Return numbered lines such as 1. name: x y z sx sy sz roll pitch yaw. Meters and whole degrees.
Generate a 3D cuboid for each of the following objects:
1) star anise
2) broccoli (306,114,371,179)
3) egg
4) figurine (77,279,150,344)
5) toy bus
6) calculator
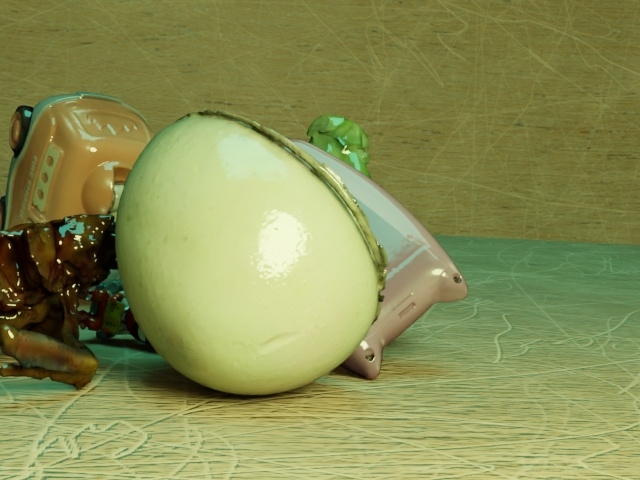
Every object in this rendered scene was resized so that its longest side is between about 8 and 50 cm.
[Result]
1. star anise: -0.276 0.056 1.118 0.237 0.148 0.346 -20 13 -12
2. broccoli: -0.015 -0.020 1.426 0.270 0.270 0.270 13 -21 5
3. egg: -0.099 0.031 1.064 0.286 0.264 0.174 16 43 41
4. figurine: -0.191 0.082 1.277 0.140 0.068 0.075 12 1 15
5. toy bus: -0.312 -0.048 1.618 0.194 0.288 0.232 6 19 -34
6. calculator: 0.000 -0.001 1.242 0.194 0.043 0.294 -39 65 -23
